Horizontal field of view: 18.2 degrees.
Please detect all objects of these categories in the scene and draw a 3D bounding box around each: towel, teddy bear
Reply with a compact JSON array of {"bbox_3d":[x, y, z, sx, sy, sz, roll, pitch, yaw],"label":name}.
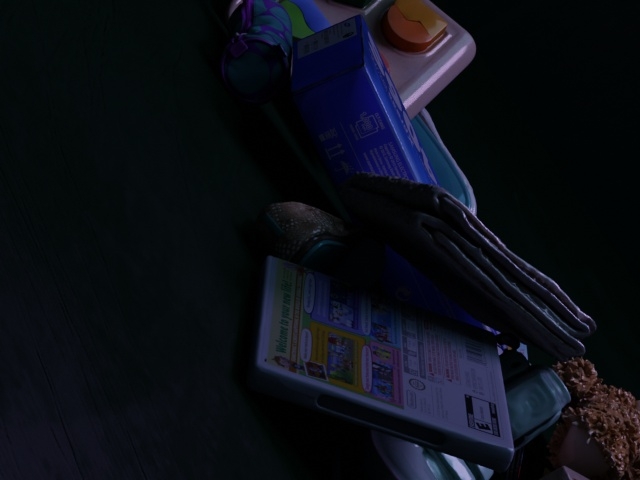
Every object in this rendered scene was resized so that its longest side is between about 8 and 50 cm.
[{"bbox_3d":[0.118,0.014,1.649,0.187,0.049,0.282,41,-4,-14],"label":"towel"},{"bbox_3d":[0.317,0.221,2.049,0.245,0.113,0.338,45,6,21],"label":"teddy bear"}]

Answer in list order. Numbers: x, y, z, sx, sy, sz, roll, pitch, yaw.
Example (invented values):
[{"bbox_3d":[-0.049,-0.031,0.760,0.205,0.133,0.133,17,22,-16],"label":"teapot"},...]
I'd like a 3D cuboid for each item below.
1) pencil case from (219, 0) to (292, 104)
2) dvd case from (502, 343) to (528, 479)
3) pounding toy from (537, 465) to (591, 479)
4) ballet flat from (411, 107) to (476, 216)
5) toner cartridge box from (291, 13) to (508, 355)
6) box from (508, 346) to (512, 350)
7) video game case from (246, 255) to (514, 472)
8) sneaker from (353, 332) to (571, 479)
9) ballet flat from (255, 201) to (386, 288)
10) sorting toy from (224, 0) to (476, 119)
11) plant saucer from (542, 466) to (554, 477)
[{"bbox_3d":[-0.059,-0.182,1.879,0.151,0.064,0.070,-90,156,-68],"label":"pencil case"},{"bbox_3d":[0.184,0.168,1.887,0.087,0.013,0.119,-88,-177,-54],"label":"dvd case"},{"bbox_3d":[0.211,0.252,1.782,0.181,0.094,0.206,63,13,25],"label":"pounding toy"},{"bbox_3d":[0.039,-0.147,2.078,0.400,0.139,0.139,66,15,18],"label":"ballet flat"},{"bbox_3d":[0.077,-0.026,1.863,0.165,0.075,0.347,-88,153,-67],"label":"toner cartridge box"},{"bbox_3d":[0.156,0.103,2.030,0.169,0.054,0.059,61,13,17],"label":"box"},{"bbox_3d":[0.043,0.087,1.470,0.193,0.023,0.212,19,20,-6],"label":"video game case"},{"bbox_3d":[0.115,0.146,1.542,0.094,0.151,0.256,56,12,-4],"label":"sneaker"},{"bbox_3d":[0.000,0.000,1.664,0.067,0.073,0.206,46,5,18],"label":"ballet flat"},{"bbox_3d":[0.035,-0.212,2.005,0.208,0.038,0.193,43,56,4],"label":"sorting toy"},{"bbox_3d":[0.299,0.318,1.992,0.188,0.045,0.188,45,6,27],"label":"plant saucer"}]
